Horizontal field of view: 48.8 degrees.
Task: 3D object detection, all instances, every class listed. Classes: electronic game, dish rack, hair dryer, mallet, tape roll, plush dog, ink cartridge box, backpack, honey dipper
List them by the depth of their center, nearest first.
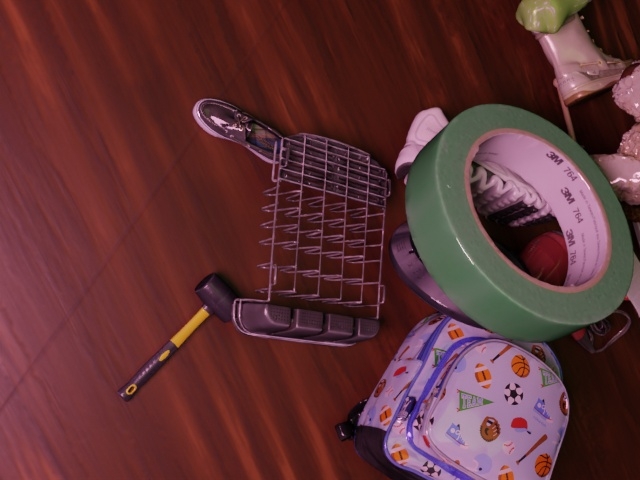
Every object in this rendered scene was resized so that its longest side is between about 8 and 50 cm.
[{"bbox_3d":[-0.172,0.131,0.885,0.062,0.039,0.190,42,75,-19],"label":"mallet"},{"bbox_3d":[0.267,-0.028,0.936,0.321,0.077,0.321,13,60,-23],"label":"tape roll"},{"bbox_3d":[0.000,0.000,0.940,0.208,0.074,0.272,13,76,-36],"label":"dish rack"},{"bbox_3d":[0.205,0.222,0.967,0.276,0.213,0.263,35,61,-16],"label":"backpack"},{"bbox_3d":[0.203,0.043,0.989,0.229,0.229,0.048,6,126,-25],"label":"electronic game"},{"bbox_3d":[0.384,0.094,1.118,0.293,0.080,0.224,-9,98,-18],"label":"hair dryer"},{"bbox_3d":[0.555,-0.138,1.151,0.225,0.210,0.262,4,109,-63],"label":"plush dog"},{"bbox_3d":[0.422,-0.200,1.195,0.030,0.030,0.161,-12,89,-26],"label":"honey dipper"},{"bbox_3d":[0.534,0.070,1.224,0.063,0.029,0.115,-38,102,-23],"label":"ink cartridge box"}]

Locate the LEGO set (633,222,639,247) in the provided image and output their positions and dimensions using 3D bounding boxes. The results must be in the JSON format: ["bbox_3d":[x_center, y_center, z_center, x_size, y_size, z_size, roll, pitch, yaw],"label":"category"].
[{"bbox_3d":[0.653,0.064,1.281,0.182,0.060,0.244,-6,76,-25],"label":"LEGO set"}]

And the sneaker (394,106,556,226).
[{"bbox_3d":[0.254,-0.107,1.071,0.292,0.110,0.118,22,67,-22],"label":"sneaker"}]

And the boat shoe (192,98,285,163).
[{"bbox_3d":[-0.100,-0.149,0.937,0.142,0.040,0.049,27,75,-21],"label":"boat shoe"}]

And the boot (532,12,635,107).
[{"bbox_3d":[0.447,-0.324,1.191,0.213,0.077,0.165,-24,85,-37],"label":"boot"}]

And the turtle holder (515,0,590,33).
[{"bbox_3d":[0.317,-0.502,1.081,0.227,0.243,0.320,-20,126,-13],"label":"turtle holder"}]
